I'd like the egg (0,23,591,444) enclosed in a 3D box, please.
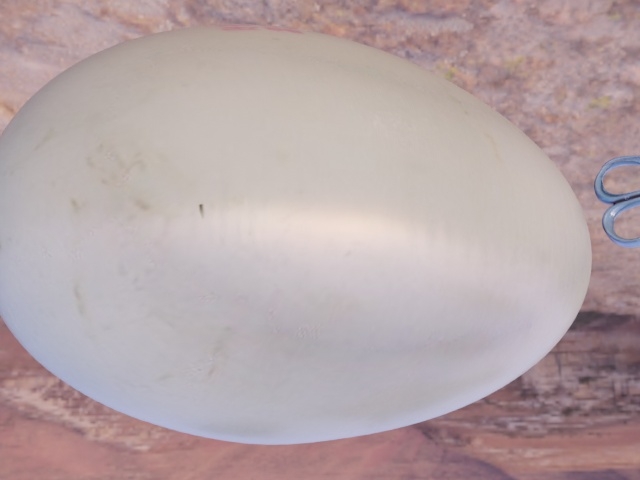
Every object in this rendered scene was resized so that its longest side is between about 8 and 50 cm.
[{"bbox_3d":[0.000,0.000,0.463,0.371,0.229,0.230,5,167,-29],"label":"egg"}]

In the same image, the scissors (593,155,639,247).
[{"bbox_3d":[0.469,-0.075,0.967,0.256,0.125,0.030,-17,147,25],"label":"scissors"}]
